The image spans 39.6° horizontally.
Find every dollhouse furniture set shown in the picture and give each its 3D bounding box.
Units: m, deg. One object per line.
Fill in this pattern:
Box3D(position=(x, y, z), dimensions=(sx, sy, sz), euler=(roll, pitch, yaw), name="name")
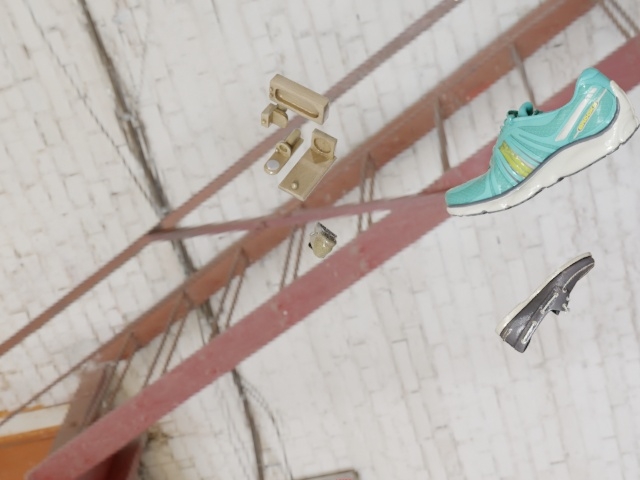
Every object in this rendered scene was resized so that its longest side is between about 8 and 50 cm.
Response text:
Box3D(position=(-0.056, -0.188, 1.631), dimensions=(0.123, 0.144, 0.151), euler=(-54, -16, -31), name="dollhouse furniture set")

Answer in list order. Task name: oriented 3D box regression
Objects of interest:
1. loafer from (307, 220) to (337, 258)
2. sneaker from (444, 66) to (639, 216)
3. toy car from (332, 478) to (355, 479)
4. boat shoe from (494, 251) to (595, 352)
Box3D(position=(0.000, 0.000, 1.769), dimensions=(0.056, 0.050, 0.148), euler=(37, -173, -4), name="loafer")
Box3D(position=(0.265, -0.116, 1.124), dimensions=(0.110, 0.275, 0.107), euler=(57, -143, 1), name="sneaker")
Box3D(position=(-0.046, 0.264, 0.874), dimensions=(0.225, 0.239, 0.053), euler=(84, -176, -76), name="toy car")
Box3D(position=(0.387, 0.105, 1.485), dimensions=(0.065, 0.206, 0.075), euler=(50, -173, 25), name="boat shoe")
